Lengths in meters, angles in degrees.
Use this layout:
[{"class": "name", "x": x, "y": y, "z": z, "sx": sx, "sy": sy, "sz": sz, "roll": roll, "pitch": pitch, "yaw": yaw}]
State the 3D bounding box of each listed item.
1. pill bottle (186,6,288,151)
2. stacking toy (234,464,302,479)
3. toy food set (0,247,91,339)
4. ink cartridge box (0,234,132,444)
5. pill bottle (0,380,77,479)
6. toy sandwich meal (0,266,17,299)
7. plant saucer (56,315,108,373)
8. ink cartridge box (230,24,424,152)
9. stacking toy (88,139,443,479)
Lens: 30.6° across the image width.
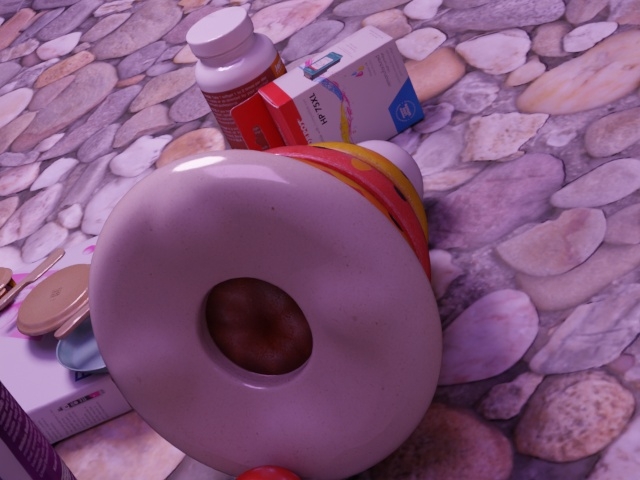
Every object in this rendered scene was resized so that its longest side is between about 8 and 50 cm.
[{"class": "pill bottle", "x": -0.101, "y": -0.212, "z": 1.639, "sx": 0.121, "sy": 0.216, "sz": 0.121, "roll": -18, "pitch": 35, "yaw": 13}, {"class": "stacking toy", "x": -0.128, "y": 0.325, "z": 1.025, "sx": 0.330, "sy": 0.141, "sz": 0.141, "roll": -37, "pitch": 34, "yaw": -28}, {"class": "toy food set", "x": -0.308, "y": 0.075, "z": 1.425, "sx": 0.132, "sy": 0.038, "sz": 0.192, "roll": -44, "pitch": 33, "yaw": -22}, {"class": "ink cartridge box", "x": -0.397, "y": 0.152, "z": 1.481, "sx": 0.330, "sy": 0.071, "sz": 0.324, "roll": -22, "pitch": 34, "yaw": 3}, {"class": "pill bottle", "x": -0.368, "y": 0.215, "z": 1.159, "sx": 0.169, "sy": 0.301, "sz": 0.169, "roll": -18, "pitch": 34, "yaw": 13}, {"class": "toy sandwich meal", "x": -0.433, "y": 0.068, "z": 1.538, "sx": 0.086, "sy": 0.029, "sz": 0.085, "roll": -22, "pitch": 28, "yaw": 13}, {"class": "plant saucer", "x": -0.246, "y": 0.117, "z": 1.353, "sx": 0.119, "sy": 0.021, "sz": 0.119, "roll": -13, "pitch": 33, "yaw": 9}, {"class": "ink cartridge box", "x": 0.010, "y": -0.174, "z": 1.588, "sx": 0.231, "sy": 0.134, "sz": 0.078, "roll": -32, "pitch": 34, "yaw": -8}, {"class": "stacking toy", "x": 0.000, "y": 0.000, "z": 1.265, "sx": 0.351, "sy": 0.350, "sz": 0.480, "roll": -10, "pitch": 21, "yaw": 23}]
